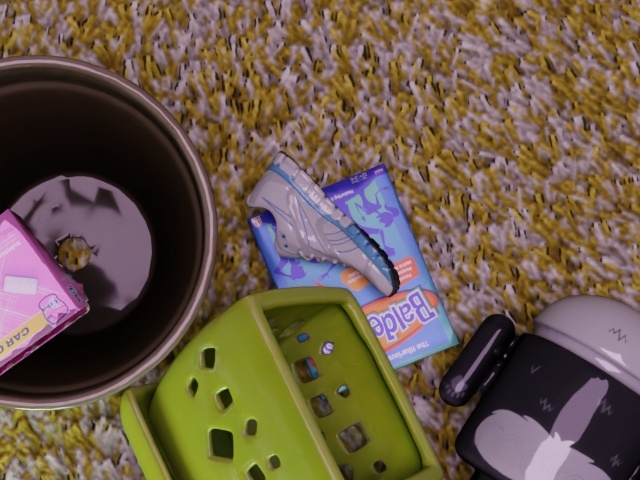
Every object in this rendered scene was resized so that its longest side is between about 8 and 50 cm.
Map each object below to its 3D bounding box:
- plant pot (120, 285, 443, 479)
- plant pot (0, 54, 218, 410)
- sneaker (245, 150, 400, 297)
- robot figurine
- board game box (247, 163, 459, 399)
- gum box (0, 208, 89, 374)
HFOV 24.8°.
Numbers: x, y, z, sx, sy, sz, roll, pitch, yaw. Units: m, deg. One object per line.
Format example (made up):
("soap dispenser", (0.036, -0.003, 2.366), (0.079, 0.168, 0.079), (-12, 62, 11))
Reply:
("plant pot", (-0.047, 0.192, 1.419), (0.207, 0.227, 0.228), (-33, 75, 22))
("plant pot", (-0.256, 0.003, 1.432), (0.323, 0.280, 0.323), (0, 85, -1))
("sneaker", (0.000, 0.000, 1.506), (0.191, 0.071, 0.083), (44, 91, 12))
("robot figurine", (0.248, 0.189, 1.492), (0.209, 0.173, 0.278), (36, 84, -34))
("board game box", (0.034, 0.045, 1.555), (0.160, 0.047, 0.210), (-23, 87, -4))
("gum box", (-0.301, 0.066, 1.253), (0.188, 0.062, 0.107), (-36, 88, -5))
